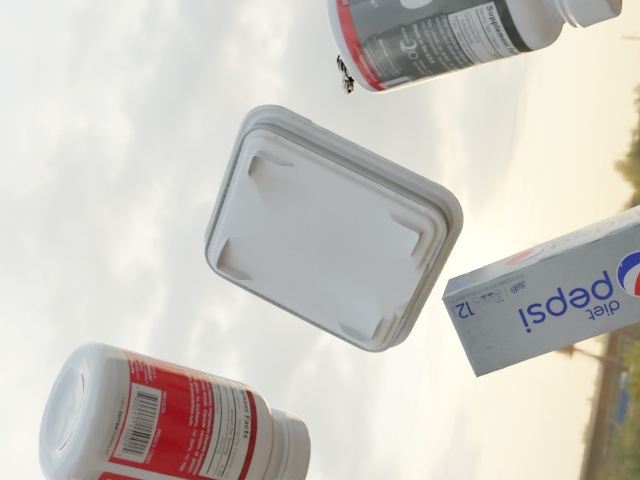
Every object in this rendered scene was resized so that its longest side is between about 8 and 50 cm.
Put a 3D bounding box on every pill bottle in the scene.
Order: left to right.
[{"bbox_3d":[-0.228,0.322,1.562,0.407,0.229,0.229,22,-105,-30],"label":"pill bottle"},{"bbox_3d":[0.163,-0.268,1.025,0.161,0.283,0.161,30,-125,-54],"label":"pill bottle"}]

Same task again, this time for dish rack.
[{"bbox_3d":[0.000,0.000,1.302,0.286,0.332,0.072,-68,-7,31],"label":"dish rack"}]

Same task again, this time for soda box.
[{"bbox_3d":[0.276,0.042,0.991,0.098,0.286,0.091,65,-164,-6],"label":"soda box"}]

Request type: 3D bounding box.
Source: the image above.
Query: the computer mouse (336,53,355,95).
[{"bbox_3d":[0.068,-0.388,1.629,0.184,0.060,0.262,46,-117,-88],"label":"computer mouse"}]
